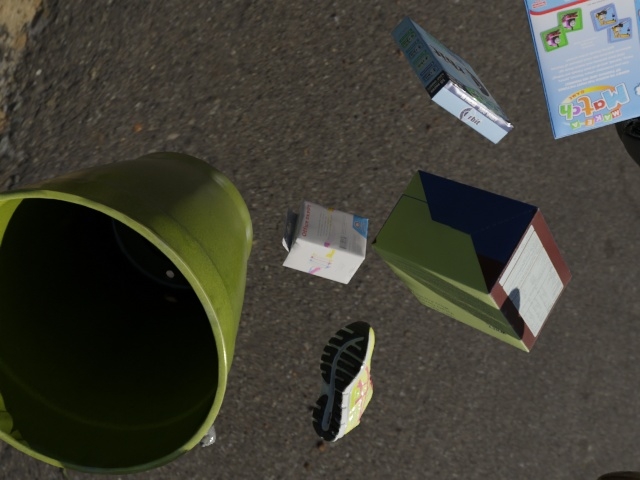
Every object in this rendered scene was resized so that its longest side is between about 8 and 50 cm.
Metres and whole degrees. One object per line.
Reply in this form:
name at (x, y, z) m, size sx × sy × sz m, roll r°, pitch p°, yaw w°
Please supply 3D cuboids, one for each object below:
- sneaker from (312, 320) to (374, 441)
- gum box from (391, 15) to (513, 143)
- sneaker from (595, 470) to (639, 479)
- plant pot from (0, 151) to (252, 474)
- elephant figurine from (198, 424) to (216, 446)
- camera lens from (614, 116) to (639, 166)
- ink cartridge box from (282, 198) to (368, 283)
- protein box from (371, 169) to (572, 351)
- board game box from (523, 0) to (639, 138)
sneaker at (0.051, 0.230, 1.259) m, size 0.094 × 0.081 × 0.208 m, roll 2°, pitch 109°, yaw -49°
gum box at (0.200, -0.247, 1.151) m, size 0.157 × 0.184 × 0.041 m, roll 25°, pitch 121°, yaw -38°
sneaker at (0.258, 0.230, 0.555) m, size 0.071 × 0.188 × 0.066 m, roll -12°, pitch 103°, yaw -24°
plant pot at (-0.246, 0.046, 0.988) m, size 0.367 × 0.353 × 0.366 m, roll 5°, pitch 114°, yaw 10°
elephant figurine at (-0.261, 0.213, 1.301) m, size 0.239 × 0.169 × 0.186 m, roll 29°, pitch 81°, yaw -11°
camera lens at (0.572, -0.203, 1.045) m, size 0.219 × 0.219 × 0.274 m, roll 43°, pitch 91°, yaw -21°
ink cartridge box at (0.000, 0.000, 1.327) m, size 0.143 × 0.090 × 0.092 m, roll 17°, pitch 51°, yaw -10°
protein box at (0.219, 0.029, 1.072) m, size 0.136 × 0.200 × 0.201 m, roll -57°, pitch 140°, yaw -11°
board game box at (0.330, -0.234, 0.870) m, size 0.160 × 0.039 × 0.211 m, roll -14°, pitch 124°, yaw 16°
